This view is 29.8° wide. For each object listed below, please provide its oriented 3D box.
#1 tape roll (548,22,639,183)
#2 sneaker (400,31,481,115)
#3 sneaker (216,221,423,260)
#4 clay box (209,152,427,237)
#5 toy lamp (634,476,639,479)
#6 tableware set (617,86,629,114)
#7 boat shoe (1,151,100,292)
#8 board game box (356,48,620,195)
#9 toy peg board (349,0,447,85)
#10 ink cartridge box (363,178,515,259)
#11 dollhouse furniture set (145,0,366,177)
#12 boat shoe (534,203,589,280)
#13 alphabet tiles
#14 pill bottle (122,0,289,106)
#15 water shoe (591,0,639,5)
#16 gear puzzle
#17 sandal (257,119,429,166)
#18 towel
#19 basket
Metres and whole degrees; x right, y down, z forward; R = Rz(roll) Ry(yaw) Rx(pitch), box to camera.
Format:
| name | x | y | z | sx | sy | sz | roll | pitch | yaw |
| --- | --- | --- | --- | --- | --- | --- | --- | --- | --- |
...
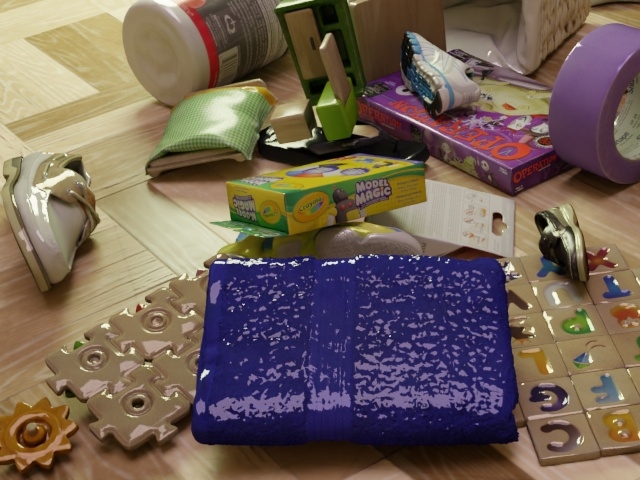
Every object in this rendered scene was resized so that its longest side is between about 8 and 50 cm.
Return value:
| name | x | y | z | sx | sy | sz | roll | pitch | yaw |
| --- | --- | --- | --- | --- | --- | --- | --- | --- | --- |
| tape roll | 0.377 | -0.171 | 1.502 | 0.189 | 0.189 | 0.080 | -27 | 37 | -29 |
| sneaker | 0.169 | -0.236 | 1.693 | 0.083 | 0.071 | 0.190 | -8 | 39 | -14 |
| sneaker | 0.000 | 0.000 | 1.392 | 0.240 | 0.091 | 0.126 | -3 | 31 | 9 |
| clay box | -0.005 | -0.053 | 1.361 | 0.222 | 0.053 | 0.127 | -14 | 15 | -33 |
| toy lamp | 0.219 | 0.237 | 0.973 | 0.275 | 0.080 | 0.080 | -25 | 36 | -26 |
| tableware set | 0.458 | -0.225 | 1.717 | 0.128 | 0.039 | 0.194 | -14 | 32 | -12 |
| boat shoe | -0.334 | -0.042 | 1.505 | 0.103 | 0.113 | 0.302 | -18 | 32 | -8 |
| board game box | 0.225 | -0.175 | 1.678 | 0.208 | 0.056 | 0.347 | -29 | 37 | -24 |
| toy peg board | 0.101 | -0.308 | 1.808 | 0.161 | 0.161 | 0.079 | -25 | 33 | -26 |
| ink cartridge box | 0.144 | -0.021 | 1.464 | 0.179 | 0.045 | 0.145 | 15 | 33 | 1 |
| dollhouse furniture set | -0.105 | -0.218 | 1.658 | 0.302 | 0.151 | 0.197 | -10 | 28 | 17 |
| boat shoe | 0.270 | 0.006 | 1.350 | 0.049 | 0.056 | 0.152 | -9 | 21 | 7 |
| alphabet tiles | 0.271 | 0.104 | 1.243 | 0.285 | 0.011 | 0.342 | -7 | 31 | -1 |
| pill bottle | -0.143 | -0.348 | 1.907 | 0.176 | 0.176 | 0.318 | 20 | 40 | 37 |
| water shoe | 0.483 | -0.446 | 2.035 | 0.203 | 0.080 | 0.073 | -3 | 31 | 6 |
| gear puzzle | -0.179 | 0.144 | 1.238 | 0.339 | 0.044 | 0.175 | -32 | 51 | -28 |
| sandal | 0.023 | -0.131 | 1.634 | 0.255 | 0.054 | 0.097 | 10 | 35 | 26 |
| towel | 0.034 | 0.112 | 1.184 | 0.308 | 0.076 | 0.227 | -1 | 46 | 4 |
| basket | 0.240 | -0.467 | 1.884 | 0.331 | 0.328 | 0.266 | 15 | 35 | 32 |
